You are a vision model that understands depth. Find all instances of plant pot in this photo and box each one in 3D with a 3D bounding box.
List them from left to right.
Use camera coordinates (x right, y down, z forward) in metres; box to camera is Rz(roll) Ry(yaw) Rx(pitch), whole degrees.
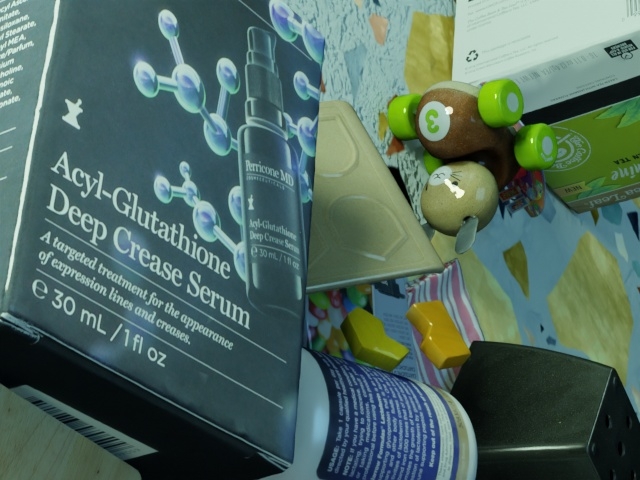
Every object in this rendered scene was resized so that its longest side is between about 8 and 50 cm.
[{"bbox_3d":[0.244,0.225,1.748,0.187,0.167,0.188,62,36,-29],"label":"plant pot"}]

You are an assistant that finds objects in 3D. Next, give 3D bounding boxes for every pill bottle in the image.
[{"bbox_3d":[-0.007,0.171,1.391,0.264,0.153,0.153,20,59,-38],"label":"pill bottle"}]

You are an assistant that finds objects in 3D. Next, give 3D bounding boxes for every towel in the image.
[{"bbox_3d":[0.131,0.109,1.782,0.197,0.029,0.144,-26,99,-56],"label":"towel"}]

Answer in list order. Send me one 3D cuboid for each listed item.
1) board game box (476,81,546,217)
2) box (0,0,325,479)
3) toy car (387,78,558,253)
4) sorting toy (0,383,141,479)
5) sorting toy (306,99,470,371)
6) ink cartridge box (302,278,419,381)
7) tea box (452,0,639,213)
[{"bbox_3d":[0.205,-0.101,1.909,0.169,0.033,0.133,56,-18,38],"label":"board game box"},{"bbox_3d":[-0.173,-0.037,1.242,0.293,0.212,0.396,34,49,-43],"label":"box"},{"bbox_3d":[0.144,-0.064,1.784,0.149,0.155,0.188,45,55,-36],"label":"toy car"},{"bbox_3d":[-0.259,0.223,1.068,0.255,0.089,0.257,44,57,-50],"label":"sorting toy"},{"bbox_3d":[0.000,0.000,1.485,0.229,0.041,0.307,-6,54,-34],"label":"sorting toy"},{"bbox_3d":[0.020,0.090,1.605,0.185,0.065,0.311,12,68,-53],"label":"ink cartridge box"},{"bbox_3d":[0.383,-0.233,2.025,0.323,0.329,0.220,36,48,-41],"label":"tea box"}]
